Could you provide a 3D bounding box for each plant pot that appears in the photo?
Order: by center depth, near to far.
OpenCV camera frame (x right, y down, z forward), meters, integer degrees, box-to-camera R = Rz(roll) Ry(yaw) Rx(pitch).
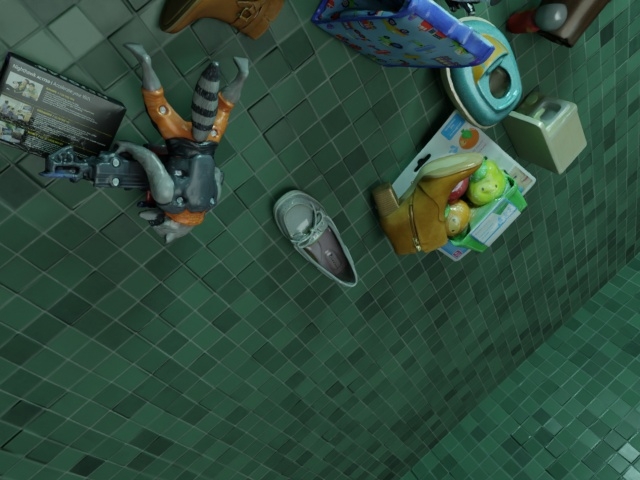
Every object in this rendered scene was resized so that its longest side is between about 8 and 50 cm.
[{"bbox_3d":[0.619,-0.583,1.180,0.167,0.167,0.165,9,121,-38],"label":"plant pot"}]

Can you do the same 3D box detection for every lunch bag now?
[{"bbox_3d":[0.162,-0.397,0.883,0.221,0.293,0.138,12,111,-39],"label":"lunch bag"}]

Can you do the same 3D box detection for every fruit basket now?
[{"bbox_3d":[0.378,-0.124,1.297,0.353,0.165,0.327,29,109,-32],"label":"fruit basket"}]

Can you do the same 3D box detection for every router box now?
[{"bbox_3d":[-0.430,-0.198,0.776,0.179,0.046,0.133,21,105,-41],"label":"router box"}]

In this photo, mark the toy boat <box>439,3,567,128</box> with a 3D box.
[{"bbox_3d":[0.428,-0.440,1.120,0.318,0.148,0.267,-46,117,-7],"label":"toy boat"}]

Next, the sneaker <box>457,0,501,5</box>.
[{"bbox_3d":[0.241,-0.535,0.759,0.111,0.129,0.297,-29,125,-46],"label":"sneaker"}]

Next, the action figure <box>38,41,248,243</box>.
[{"bbox_3d":[-0.264,-0.146,0.801,0.341,0.178,0.330,-15,124,-45],"label":"action figure"}]

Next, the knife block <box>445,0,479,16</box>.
[{"bbox_3d":[0.251,-0.565,0.870,0.088,0.242,0.275,-35,132,-12],"label":"knife block"}]

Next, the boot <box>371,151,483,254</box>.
[{"bbox_3d":[0.293,-0.083,1.208,0.295,0.104,0.211,-20,114,22],"label":"boot"}]

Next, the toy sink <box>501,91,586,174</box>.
[{"bbox_3d":[0.633,-0.324,1.353,0.131,0.153,0.234,-49,132,2],"label":"toy sink"}]

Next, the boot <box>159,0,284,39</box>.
[{"bbox_3d":[-0.163,-0.393,0.820,0.197,0.073,0.152,-36,153,14],"label":"boot"}]

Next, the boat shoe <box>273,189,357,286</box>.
[{"bbox_3d":[-0.001,0.002,1.161,0.118,0.103,0.320,-40,133,-6],"label":"boat shoe"}]
